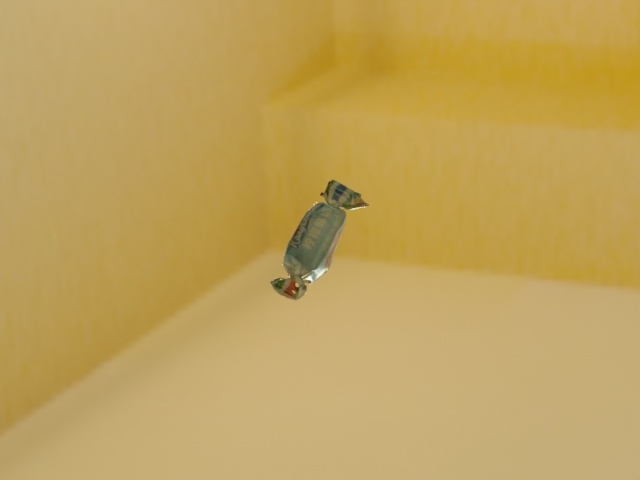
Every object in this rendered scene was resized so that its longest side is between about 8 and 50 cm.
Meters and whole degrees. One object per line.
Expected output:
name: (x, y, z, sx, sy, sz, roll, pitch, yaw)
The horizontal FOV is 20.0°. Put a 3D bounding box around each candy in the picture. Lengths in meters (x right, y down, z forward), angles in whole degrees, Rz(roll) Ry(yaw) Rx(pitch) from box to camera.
candy: (0.000, 0.000, 0.993, 0.030, 0.020, 0.083, 24, -124, 5)
